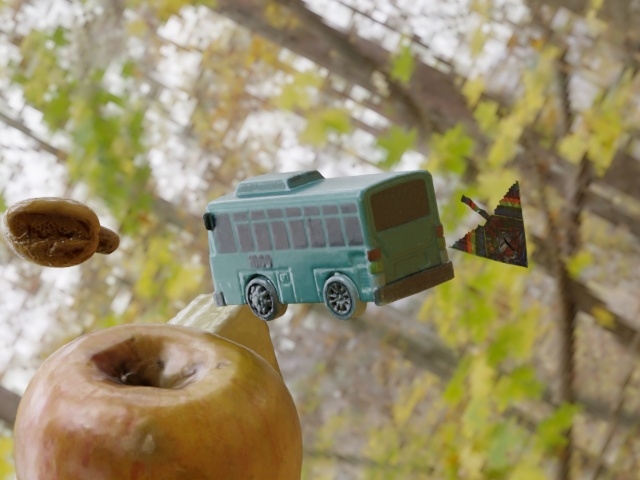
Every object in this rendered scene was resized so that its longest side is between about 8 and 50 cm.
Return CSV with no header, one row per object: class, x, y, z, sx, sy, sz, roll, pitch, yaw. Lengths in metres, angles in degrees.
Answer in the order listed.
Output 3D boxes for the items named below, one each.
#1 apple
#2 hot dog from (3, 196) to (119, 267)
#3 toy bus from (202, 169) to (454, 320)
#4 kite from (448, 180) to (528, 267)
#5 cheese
apple,-0.165,0.232,1.756,0.299,0.299,0.275,-54,-24,-65
hot dog,-0.318,-0.011,2.142,0.060,0.140,0.090,-94,5,-75
toy bus,0.000,0.000,1.819,0.128,0.256,0.147,-18,-79,-44
kite,0.160,-0.010,1.585,0.004,0.090,0.122,-35,10,50
cheese,-0.160,0.233,2.338,0.265,0.124,0.242,-49,-51,-52
